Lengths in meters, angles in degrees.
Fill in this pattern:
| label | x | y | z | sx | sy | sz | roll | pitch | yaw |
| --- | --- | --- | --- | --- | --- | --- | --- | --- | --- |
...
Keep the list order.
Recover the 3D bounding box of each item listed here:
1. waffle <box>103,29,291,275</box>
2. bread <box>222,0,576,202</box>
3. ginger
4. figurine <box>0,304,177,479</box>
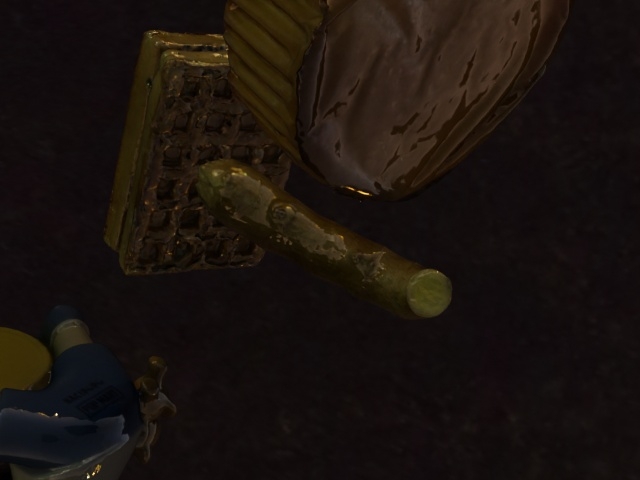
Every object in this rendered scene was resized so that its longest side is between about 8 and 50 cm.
| label | x | y | z | sx | sy | sz | roll | pitch | yaw |
| --- | --- | --- | --- | --- | --- | --- | --- | --- | --- |
| waffle | -0.139 | -0.103 | 1.633 | 0.213 | 0.091 | 0.308 | -2 | 127 | -31 |
| bread | 0.040 | -0.123 | 0.712 | 0.199 | 0.104 | 0.199 | -26 | 138 | -26 |
| ginger | -0.002 | 0.003 | 1.321 | 0.065 | 0.299 | 0.118 | -58 | 159 | -8 |
| figurine | -0.176 | 0.181 | 0.769 | 0.161 | 0.158 | 0.275 | -26 | 125 | -56 |
